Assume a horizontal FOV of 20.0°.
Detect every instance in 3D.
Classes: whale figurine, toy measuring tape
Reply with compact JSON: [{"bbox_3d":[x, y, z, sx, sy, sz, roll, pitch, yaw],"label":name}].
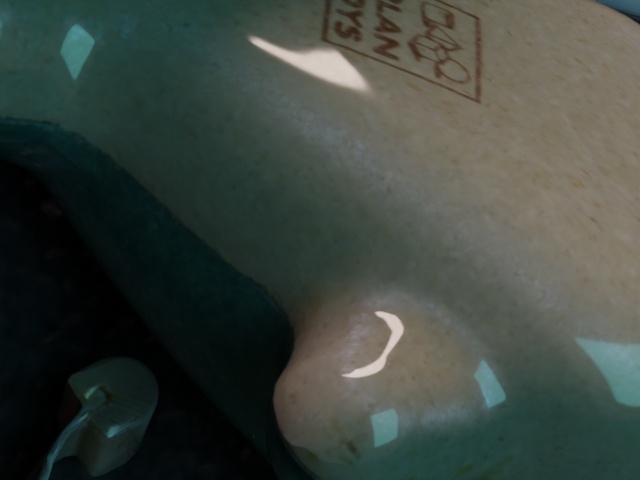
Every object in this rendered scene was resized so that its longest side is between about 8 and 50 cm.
[{"bbox_3d":[0.000,0.000,0.482,0.272,0.141,0.216,23,38,-16],"label":"whale figurine"},{"bbox_3d":[-0.078,0.188,0.412,0.121,0.121,0.330,42,59,-29],"label":"toy measuring tape"}]

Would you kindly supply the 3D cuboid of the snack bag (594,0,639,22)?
[{"bbox_3d":[0.021,-0.259,0.557,0.323,0.037,0.342,11,81,-37],"label":"snack bag"}]
